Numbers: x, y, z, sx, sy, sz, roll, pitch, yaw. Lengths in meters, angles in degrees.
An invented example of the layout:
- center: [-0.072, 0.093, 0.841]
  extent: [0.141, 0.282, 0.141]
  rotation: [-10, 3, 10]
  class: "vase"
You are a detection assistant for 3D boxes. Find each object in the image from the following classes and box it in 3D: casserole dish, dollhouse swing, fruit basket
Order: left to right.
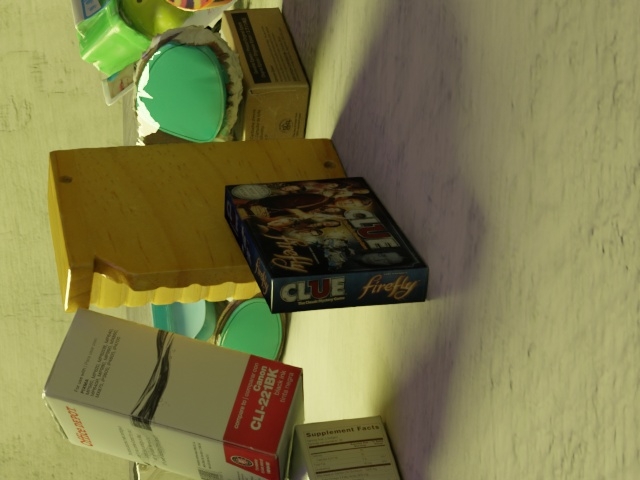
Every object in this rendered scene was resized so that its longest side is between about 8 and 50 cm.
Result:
- center: [-0.222, -0.411, 2.173]
  extent: [0.353, 0.165, 0.327]
  rotation: [-40, 45, 28]
  class: "fruit basket"
- center: [-0.199, 0.099, 2.171]
  extent: [0.114, 0.037, 0.188]
  rotation: [-42, 39, 26]
  class: "casserole dish"
- center: [-0.152, 0.049, 1.821]
  extent: [0.315, 0.346, 0.305]
  rotation: [-111, 22, -48]
  class: "dollhouse swing"

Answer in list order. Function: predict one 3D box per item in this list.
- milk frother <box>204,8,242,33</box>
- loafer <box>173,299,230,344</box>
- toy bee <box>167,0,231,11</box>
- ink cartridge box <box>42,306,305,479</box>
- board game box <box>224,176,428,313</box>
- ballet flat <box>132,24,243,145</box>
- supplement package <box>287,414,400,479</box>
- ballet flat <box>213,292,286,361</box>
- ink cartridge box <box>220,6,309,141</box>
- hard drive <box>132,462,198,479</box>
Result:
- center: [-0.196, -0.333, 2.308]
  extent: [0.143, 0.134, 0.129]
  rotation: [-57, -3, 18]
  class: "milk frother"
- center: [-0.167, 0.147, 2.359]
  extent: [0.319, 0.112, 0.111]
  rotation: [82, -159, -73]
  class: "loafer"
- center: [-0.091, -0.363, 1.864]
  extent: [0.162, 0.195, 0.298]
  rotation: [59, 149, 8]
  class: "toy bee"
- center: [-0.163, 0.193, 1.707]
  extent: [0.197, 0.273, 0.114]
  rotation: [91, -165, -66]
  class: "ink cartridge box"
- center: [0.000, 0.000, 1.584]
  extent: [0.243, 0.165, 0.042]
  rotation: [-122, 31, -61]
  class: "board game box"
- center: [-0.176, -0.166, 1.971]
  extent: [0.409, 0.147, 0.147]
  rotation: [107, 155, -53]
  class: "ballet flat"
- center: [0.034, 0.300, 1.650]
  extent: [0.105, 0.105, 0.179]
  rotation: [97, 163, -44]
  class: "supplement package"
- center: [-0.114, 0.166, 2.216]
  extent: [0.106, 0.107, 0.316]
  rotation: [-99, 15, -49]
  class: "ballet flat"
- center: [-0.087, -0.173, 2.038]
  extent: [0.193, 0.088, 0.235]
  rotation: [-111, 21, -46]
  class: "ink cartridge box"
- center: [-0.127, 0.452, 2.066]
  extent: [0.064, 0.237, 0.339]
  rotation: [111, 153, -58]
  class: "hard drive"
